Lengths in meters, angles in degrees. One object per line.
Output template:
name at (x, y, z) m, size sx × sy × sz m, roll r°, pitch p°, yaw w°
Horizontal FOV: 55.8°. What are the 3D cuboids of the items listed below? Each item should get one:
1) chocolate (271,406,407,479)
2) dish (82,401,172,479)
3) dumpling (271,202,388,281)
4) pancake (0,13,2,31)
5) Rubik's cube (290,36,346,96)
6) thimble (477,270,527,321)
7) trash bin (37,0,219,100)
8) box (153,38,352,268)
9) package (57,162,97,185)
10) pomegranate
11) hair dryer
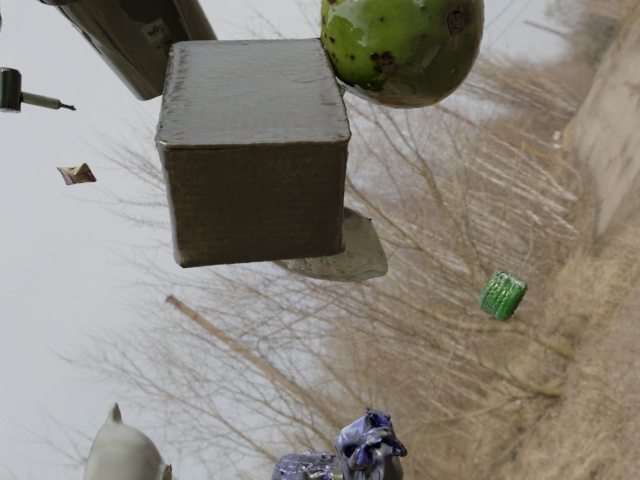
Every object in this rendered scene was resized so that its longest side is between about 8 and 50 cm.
chocolate at (0.044, 0.356, 0.919) m, size 0.343 × 0.126 × 0.148 m, roll -46°, pitch 44°, yaw 48°
dish at (-0.243, 0.341, 0.803) m, size 0.228 × 0.086 × 0.236 m, roll -123°, pitch 34°, yaw -83°
dumpling at (-0.001, 0.000, 0.827) m, size 0.150 × 0.176 × 0.092 m, roll -43°, pitch 39°, yaw 44°
pancake at (-0.402, -0.318, 0.656) m, size 0.056 × 0.212 × 0.257 m, roll -23°, pitch -43°, yaw -17°
Rubik's cube at (-0.071, -0.295, 1.112) m, size 0.228 × 0.233 × 0.229 m, roll -44°, pitch 26°, yaw 54°
thimble at (0.450, 0.136, 1.495) m, size 0.118 × 0.090 × 0.130 m, roll -43°, pitch -26°, yaw -32°
trash bin at (-0.286, -0.368, 0.900) m, size 0.219 × 0.219 × 0.250 m, roll -29°, pitch -41°, yaw 2°
box at (-0.072, -0.111, 0.666) m, size 0.273 × 0.184 × 0.143 m, roll -103°, pitch 11°, yaw -51°
package at (-0.597, -0.161, 1.477) m, size 0.029 × 0.083 × 0.059 m, roll -87°, pitch -13°, yaw -46°
pomegranate at (0.083, -0.271, 0.768) m, size 0.214 × 0.248 × 0.214 m, roll -10°, pitch -71°, yaw -30°
hair dryer at (-0.687, -0.347, 1.471) m, size 0.197 × 0.057 × 0.100 m, roll 6°, pitch -93°, yaw -50°
